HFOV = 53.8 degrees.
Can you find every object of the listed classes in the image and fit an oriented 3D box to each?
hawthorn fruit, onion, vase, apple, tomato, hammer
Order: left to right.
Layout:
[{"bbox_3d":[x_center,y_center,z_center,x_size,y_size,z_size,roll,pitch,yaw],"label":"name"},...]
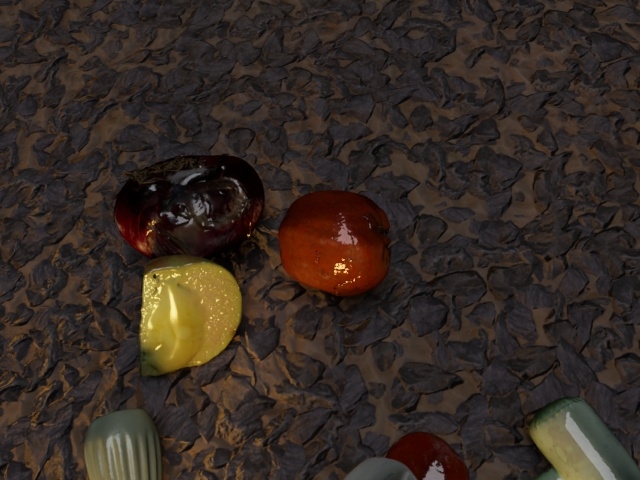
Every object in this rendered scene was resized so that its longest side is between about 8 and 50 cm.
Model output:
[{"bbox_3d":[-0.332,0.425,1.091,0.128,0.128,0.248,-14,69,-3],"label":"vase"},{"bbox_3d":[-0.249,0.128,1.203,0.193,0.265,0.120,-1,34,-19],"label":"apple"},{"bbox_3d":[-0.259,-0.061,1.301,0.313,0.233,0.314,-9,32,5],"label":"onion"},{"bbox_3d":[0.000,0.000,1.258,0.298,0.211,0.211,7,61,21],"label":"hawthorn fruit"},{"bbox_3d":[0.182,0.399,1.075,0.139,0.091,0.159,-41,63,-20],"label":"tomato"},{"bbox_3d":[0.355,0.420,1.047,0.335,0.119,0.206,-32,61,-5],"label":"hammer"}]

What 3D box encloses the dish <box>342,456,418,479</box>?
[{"bbox_3d":[0.116,0.461,0.992,0.154,0.064,0.234,-27,77,-36],"label":"dish"}]
